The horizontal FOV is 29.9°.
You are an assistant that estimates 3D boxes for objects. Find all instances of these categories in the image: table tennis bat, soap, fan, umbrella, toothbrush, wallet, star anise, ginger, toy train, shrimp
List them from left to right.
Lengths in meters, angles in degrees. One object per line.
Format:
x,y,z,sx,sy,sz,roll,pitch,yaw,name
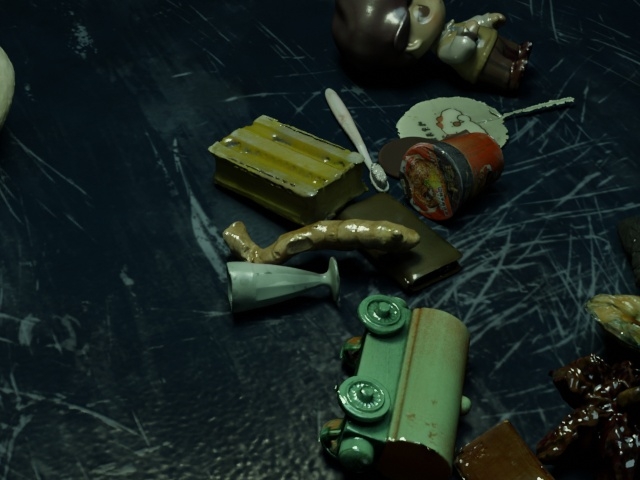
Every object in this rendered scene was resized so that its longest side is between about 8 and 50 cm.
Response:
-0.051,-0.108,1.862,0.233,0.076,0.135,24,47,36,soap
0.000,0.000,1.738,0.288,0.075,0.089,-5,0,13,ginger
0.057,-0.176,2.004,0.025,0.030,0.307,-16,42,-9,toothbrush
0.113,-0.002,1.793,0.110,0.031,0.198,-23,45,-27,wallet
0.105,0.188,1.516,0.177,0.116,0.285,17,39,0,toy train
0.172,-0.183,1.942,0.170,0.119,0.107,-23,45,-20,table tennis bat
0.291,-0.206,2.061,0.329,0.009,0.191,-16,42,-16,fan
0.230,0.293,1.413,0.095,0.026,0.176,-34,42,-2,wallet
0.366,0.213,1.469,0.190,0.126,0.220,16,45,17,star anise
0.470,0.031,1.713,0.066,0.059,0.236,-1,25,6,umbrella
0.474,0.148,1.521,0.233,0.071,0.365,9,18,-23,shrimp

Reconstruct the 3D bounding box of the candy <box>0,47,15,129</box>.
-0.675,-0.188,1.877,0.386,0.186,0.427,-8,38,1,candy

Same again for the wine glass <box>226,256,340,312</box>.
-0.054,0.060,1.687,0.155,0.073,0.073,-5,40,-11,wine glass

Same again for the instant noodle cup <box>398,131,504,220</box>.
0.213,-0.109,1.870,0.127,0.127,0.135,33,41,32,instant noodle cup

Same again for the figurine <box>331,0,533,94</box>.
0.193,-0.380,2.119,0.365,0.206,0.218,12,55,10,figurine
